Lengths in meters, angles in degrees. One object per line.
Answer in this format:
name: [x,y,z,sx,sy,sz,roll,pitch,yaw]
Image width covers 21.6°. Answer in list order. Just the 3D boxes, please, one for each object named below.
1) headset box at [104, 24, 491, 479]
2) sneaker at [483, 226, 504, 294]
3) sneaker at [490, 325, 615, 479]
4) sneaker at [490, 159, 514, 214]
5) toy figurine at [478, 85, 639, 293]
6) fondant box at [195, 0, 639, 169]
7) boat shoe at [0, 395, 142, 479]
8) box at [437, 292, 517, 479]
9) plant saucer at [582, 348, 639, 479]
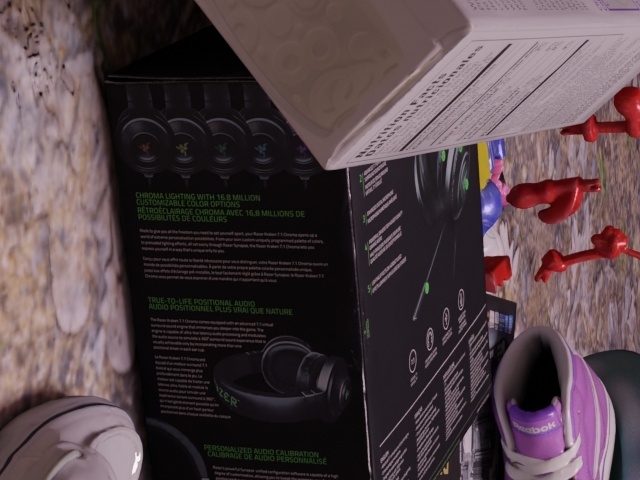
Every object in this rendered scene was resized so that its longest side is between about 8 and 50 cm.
headset box: [0.000,0.000,0.939,0.246,0.131,0.283,-44,133,-63]
sneaker: [0.115,-0.015,1.404,0.061,0.053,0.152,-38,126,-46]
sneaker: [0.168,0.202,1.277,0.161,0.102,0.282,56,29,-56]
sneaker: [0.140,-0.068,1.482,0.119,0.047,0.057,62,16,-58]
toy figurine: [0.114,-0.103,1.195,0.217,0.191,0.363,-40,127,-57]
fondant box: [0.036,-0.166,0.833,0.238,0.096,0.330,53,25,12]
boat shoe: [-0.115,0.132,0.706,0.226,0.075,0.083,-46,135,-63]
box: [0.072,0.152,1.239,0.307,0.076,0.242,21,72,-70]
plant saucer: [0.209,0.243,1.455,0.317,0.043,0.318,-52,-152,43]
